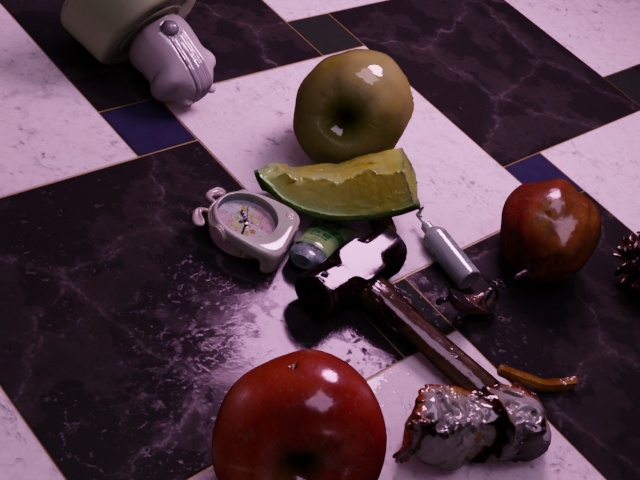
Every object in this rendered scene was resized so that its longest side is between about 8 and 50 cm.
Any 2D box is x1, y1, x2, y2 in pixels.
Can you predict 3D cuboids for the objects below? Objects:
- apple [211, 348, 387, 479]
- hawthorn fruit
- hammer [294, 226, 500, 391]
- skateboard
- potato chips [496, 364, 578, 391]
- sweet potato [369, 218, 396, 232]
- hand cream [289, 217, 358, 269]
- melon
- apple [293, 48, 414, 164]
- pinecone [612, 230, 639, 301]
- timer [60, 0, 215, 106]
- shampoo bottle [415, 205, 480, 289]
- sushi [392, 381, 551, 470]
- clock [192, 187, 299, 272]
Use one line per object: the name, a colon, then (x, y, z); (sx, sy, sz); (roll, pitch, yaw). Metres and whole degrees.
apple: (-0.030, 0.287, 1.461); (0.260, 0.260, 0.216); (14, 18, -10)
hawthorn fruit: (0.459, -0.002, 2.045); (0.208, 0.208, 0.248); (27, 58, 5)
hammer: (0.167, 0.162, 1.822); (0.409, 0.095, 0.242); (44, 45, 15)
skateboard: (0.299, 0.111, 1.907); (0.151, 0.080, 0.067); (2, 35, -46)
potato chips: (0.396, 0.255, 1.826); (0.204, 0.037, 0.026); (14, 28, -31)
sweet potato: (0.120, -0.051, 2.037); (0.049, 0.049, 0.117); (-1, 48, -25)
hand cream: (0.000, 0.000, 1.931); (0.095, 0.046, 0.175); (23, 37, 14)
melon: (0.034, -0.104, 1.978); (0.323, 0.124, 0.196); (-4, 21, 4)
apple: (0.069, -0.272, 2.091); (0.279, 0.279, 0.279); (12, 42, -12)
pinecone: (0.715, 0.053, 2.095); (0.207, 0.208, 0.208); (12, 42, -12)
timer: (-0.346, -0.426, 2.108); (0.315, 0.291, 0.291); (54, 45, -1)
shampoo bottle: (0.250, 0.013, 2.023); (0.056, 0.056, 0.195); (-11, 50, -33)
sushi: (0.265, 0.311, 1.661); (0.332, 0.124, 0.130); (4, 37, -23)
clock: (-0.144, -0.030, 1.887); (0.191, 0.062, 0.151); (25, 42, 3)
